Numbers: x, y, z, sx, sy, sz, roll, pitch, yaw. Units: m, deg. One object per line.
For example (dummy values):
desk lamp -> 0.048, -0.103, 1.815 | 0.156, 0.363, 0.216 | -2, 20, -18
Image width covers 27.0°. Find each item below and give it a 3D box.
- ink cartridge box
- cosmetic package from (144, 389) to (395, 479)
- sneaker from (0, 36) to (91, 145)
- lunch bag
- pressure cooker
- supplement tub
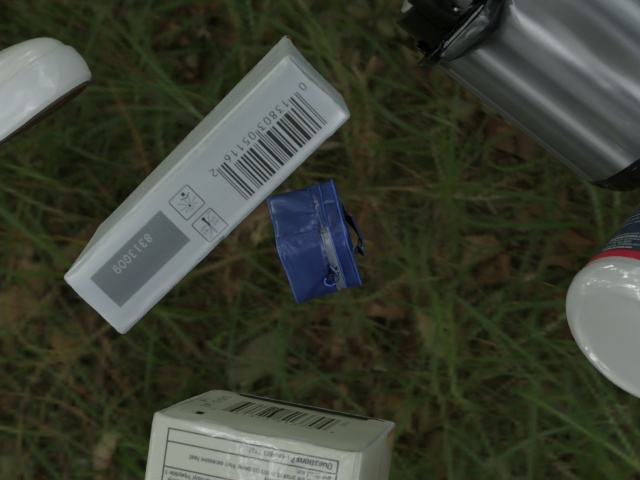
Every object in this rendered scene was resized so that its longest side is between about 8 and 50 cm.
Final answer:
ink cartridge box -> -0.113, -0.077, 1.428 | 0.308, 0.385, 0.091 | -44, 98, 7
cosmetic package -> -0.047, 0.266, 0.927 | 0.153, 0.129, 0.296 | 10, 93, 14
sneaker -> -0.272, -0.071, 0.751 | 0.290, 0.106, 0.123 | -21, 103, 18
lunch bag -> 0.000, 0.000, 1.054 | 0.065, 0.067, 0.098 | -18, 36, 1
pressure cooker -> 0.283, -0.302, 1.506 | 0.420, 0.370, 0.375 | 37, 97, -6
supplement tub -> 0.411, 0.030, 1.439 | 0.191, 0.191, 0.272 | 28, 55, 31
